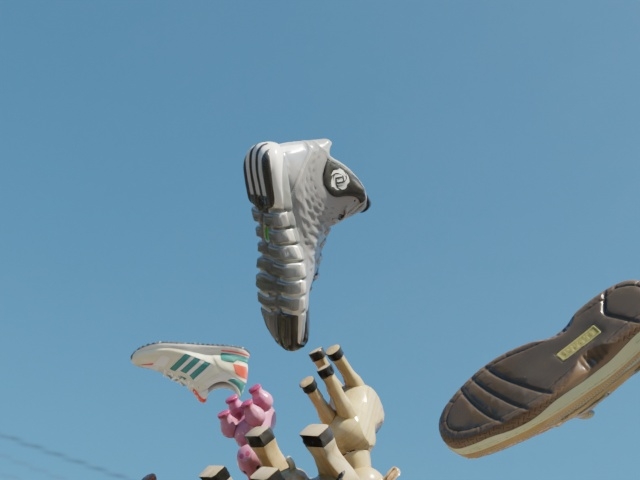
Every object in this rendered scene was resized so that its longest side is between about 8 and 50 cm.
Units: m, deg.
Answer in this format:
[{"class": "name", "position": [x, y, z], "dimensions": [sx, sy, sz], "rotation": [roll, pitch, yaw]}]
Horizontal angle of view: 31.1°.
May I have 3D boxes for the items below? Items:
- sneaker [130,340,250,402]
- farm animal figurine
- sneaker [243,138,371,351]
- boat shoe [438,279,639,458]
[{"class": "sneaker", "position": [-0.175, 0.179, 1.544], "dimensions": [0.161, 0.075, 0.057], "rotation": [3, -17, -6]}, {"class": "farm animal figurine", "position": [-0.031, 0.268, 1.176], "dimensions": [0.172, 0.330, 0.327], "rotation": [60, -18, -11]}, {"class": "sneaker", "position": [0.000, 0.000, 1.219], "dimensions": [0.132, 0.228, 0.086], "rotation": [-15, 19, -28]}, {"class": "boat shoe", "position": [0.179, 0.110, 0.843], "dimensions": [0.190, 0.068, 0.072], "rotation": [-31, -53, 1]}]
